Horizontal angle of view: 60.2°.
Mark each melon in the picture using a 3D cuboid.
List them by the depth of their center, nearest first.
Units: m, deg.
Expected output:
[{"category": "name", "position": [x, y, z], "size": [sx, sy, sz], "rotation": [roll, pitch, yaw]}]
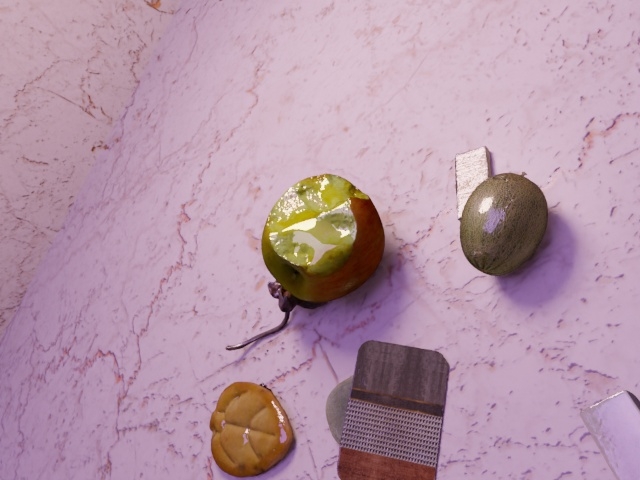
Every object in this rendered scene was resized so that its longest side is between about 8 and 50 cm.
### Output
[{"category": "melon", "position": [0.311, -0.035, 0.938], "size": [0.139, 0.139, 0.192], "rotation": [17, 79, 45]}]

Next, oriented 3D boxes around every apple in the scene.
[{"category": "apple", "position": [0.000, 0.000, 1.109], "size": [0.226, 0.246, 0.246], "rotation": [-35, 36, -28]}]

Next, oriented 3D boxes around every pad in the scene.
[{"category": "pad", "position": [0.049, 0.286, 0.947], "size": [0.055, 0.322, 0.250], "rotation": [128, 155, -71]}]

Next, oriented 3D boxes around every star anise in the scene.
[{"category": "star anise", "position": [-0.104, 0.187, 1.234], "size": [0.218, 0.148, 0.228], "rotation": [17, 110, 13]}]

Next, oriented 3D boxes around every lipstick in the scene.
[{"category": "lipstick", "position": [0.448, 0.366, 0.653], "size": [0.076, 0.079, 0.372], "rotation": [-38, 49, 22]}]

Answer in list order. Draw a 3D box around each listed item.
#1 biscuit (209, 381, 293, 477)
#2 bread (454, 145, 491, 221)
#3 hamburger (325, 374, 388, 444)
[{"category": "biscuit", "position": [-0.157, 0.409, 1.199], "size": [0.259, 0.041, 0.203], "rotation": [-5, 66, 42]}, {"category": "bread", "position": [0.296, -0.109, 1.066], "size": [0.068, 0.028, 0.154], "rotation": [-16, 58, 35]}, {"category": "hamburger", "position": [0.076, 0.315, 1.024], "size": [0.140, 0.062, 0.133], "rotation": [-43, 44, 19]}]
